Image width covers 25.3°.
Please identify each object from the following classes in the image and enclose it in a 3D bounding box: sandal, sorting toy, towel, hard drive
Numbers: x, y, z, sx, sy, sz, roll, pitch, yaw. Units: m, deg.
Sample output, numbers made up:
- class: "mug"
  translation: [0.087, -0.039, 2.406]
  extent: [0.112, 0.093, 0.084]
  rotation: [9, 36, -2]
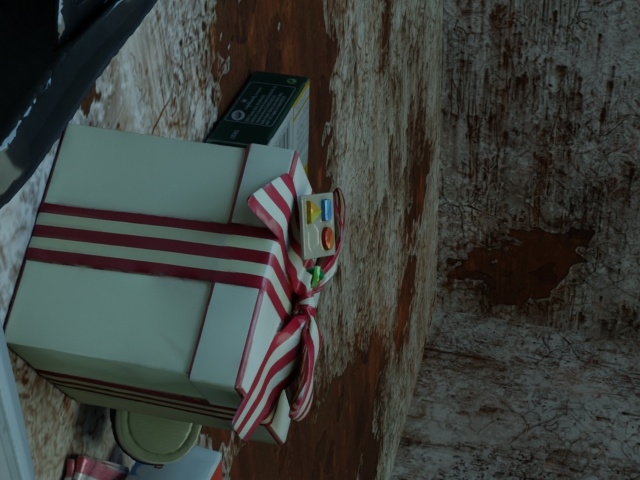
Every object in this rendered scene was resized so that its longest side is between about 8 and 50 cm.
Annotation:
- class: "sandal"
  translation: [-0.202, -0.194, 1.020]
  extent: [0.107, 0.167, 0.445]
  rotation: [64, 33, -40]
- class: "sorting toy"
  translation: [0.000, 0.000, 1.268]
  extent: [0.062, 0.012, 0.083]
  rotation: [-11, 99, -61]
- class: "towel"
  translation: [-0.249, 0.325, 1.478]
  extent: [0.144, 0.029, 0.197]
  rotation: [52, 48, -73]
- class: "hard drive"
  translation: [-0.250, 0.112, 1.066]
  extent: [0.203, 0.040, 0.307]
  rotation: [-115, -162, -46]

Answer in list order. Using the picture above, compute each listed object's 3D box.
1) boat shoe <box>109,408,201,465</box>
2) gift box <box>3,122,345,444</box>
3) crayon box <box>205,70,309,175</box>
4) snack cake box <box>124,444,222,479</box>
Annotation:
- class: "boat shoe"
  translation: [-0.159, 0.077, 1.533]
  extent: [0.113, 0.127, 0.340]
  rotation: [144, -46, -64]
- class: "gift box"
  translation: [-0.122, 0.049, 1.314]
  extent: [0.276, 0.258, 0.255]
  rotation: [62, 39, -72]
- class: "crayon box"
  translation: [-0.080, -0.032, 1.869]
  extent: [0.203, 0.083, 0.323]
  rotation: [-63, 158, -55]
- class: "snack cake box"
  translation: [-0.174, 0.369, 1.589]
  extent: [0.152, 0.089, 0.264]
  rotation: [-59, 157, -51]
